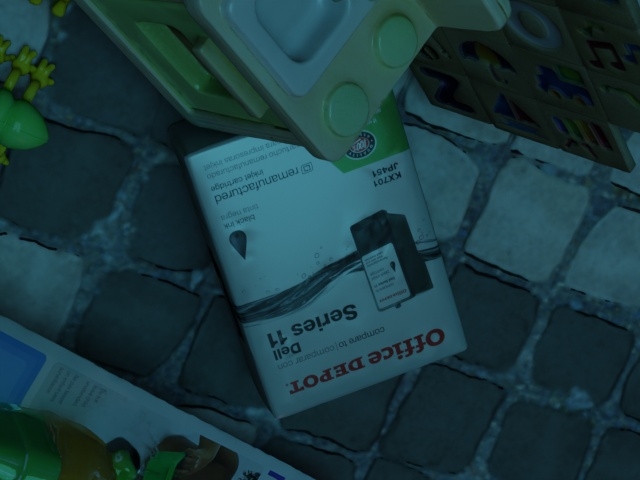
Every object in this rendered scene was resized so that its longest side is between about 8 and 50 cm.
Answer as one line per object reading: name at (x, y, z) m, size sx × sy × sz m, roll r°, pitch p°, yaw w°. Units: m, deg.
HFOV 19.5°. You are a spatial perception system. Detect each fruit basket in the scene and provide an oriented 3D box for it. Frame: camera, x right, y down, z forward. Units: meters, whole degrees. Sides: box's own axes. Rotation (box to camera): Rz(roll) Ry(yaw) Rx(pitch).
fruit basket at (-0.199, 0.245, 1.290) m, size 0.353 × 0.165 × 0.327 m, roll 32°, pitch 97°, yaw -23°

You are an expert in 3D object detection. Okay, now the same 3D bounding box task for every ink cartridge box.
ink cartridge box at (0.000, 0.000, 1.298) m, size 0.153 × 0.087 × 0.208 m, roll -20°, pitch 111°, yaw -5°

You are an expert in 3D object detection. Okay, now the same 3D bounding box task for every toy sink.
toy sink at (-0.028, -0.147, 1.141) m, size 0.153 × 0.234 × 0.131 m, roll 47°, pitch 69°, yaw -36°

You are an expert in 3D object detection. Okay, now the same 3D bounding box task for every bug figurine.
bug figurine at (-0.248, -0.165, 1.201) m, size 0.216 × 0.072 × 0.279 m, roll 24°, pitch 100°, yaw -18°

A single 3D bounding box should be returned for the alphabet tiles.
alphabet tiles at (0.078, -0.166, 1.135) m, size 0.011 × 0.285 × 0.342 m, roll -54°, pitch 141°, yaw -16°
